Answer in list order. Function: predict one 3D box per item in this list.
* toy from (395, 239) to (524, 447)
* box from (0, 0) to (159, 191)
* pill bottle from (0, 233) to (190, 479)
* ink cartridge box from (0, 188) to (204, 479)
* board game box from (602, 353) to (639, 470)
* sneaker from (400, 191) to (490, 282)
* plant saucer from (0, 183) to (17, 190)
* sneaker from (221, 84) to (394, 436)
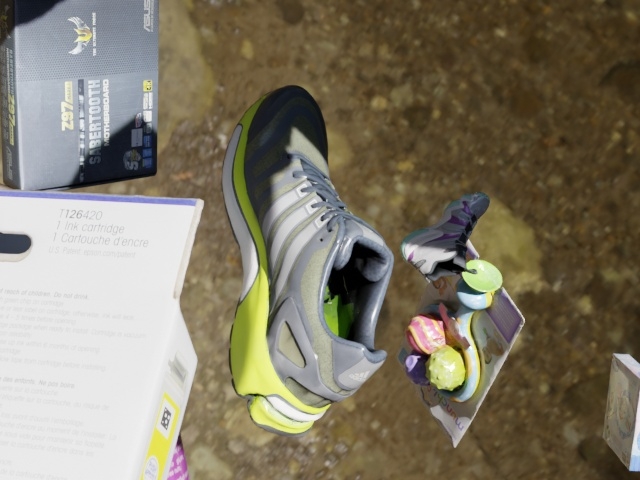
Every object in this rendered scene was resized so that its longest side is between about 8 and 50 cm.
[{"bbox_3d":[0.130,0.112,1.283,0.056,0.237,0.137,-11,52,-30],"label":"toy"},{"bbox_3d":[-0.281,-0.180,1.387,0.183,0.233,0.059,-10,23,-36],"label":"box"},{"bbox_3d":[-0.200,0.132,0.932,0.169,0.169,0.302,-13,92,-27],"label":"pill bottle"},{"bbox_3d":[-0.238,0.112,0.732,0.303,0.072,0.307,4,58,17],"label":"ink cartridge box"},{"bbox_3d":[0.300,0.165,1.147,0.020,0.090,0.090,3,101,-4],"label":"board game box"},{"bbox_3d":[0.129,0.004,1.087,0.098,0.038,0.069,-38,51,-1],"label":"sneaker"},{"bbox_3d":[-0.273,0.076,1.112,0.050,0.310,0.311,-20,61,16],"label":"plant saucer"},{"bbox_3d":[0.000,0.000,0.946,0.111,0.121,0.300,21,53,-43],"label":"sneaker"}]
